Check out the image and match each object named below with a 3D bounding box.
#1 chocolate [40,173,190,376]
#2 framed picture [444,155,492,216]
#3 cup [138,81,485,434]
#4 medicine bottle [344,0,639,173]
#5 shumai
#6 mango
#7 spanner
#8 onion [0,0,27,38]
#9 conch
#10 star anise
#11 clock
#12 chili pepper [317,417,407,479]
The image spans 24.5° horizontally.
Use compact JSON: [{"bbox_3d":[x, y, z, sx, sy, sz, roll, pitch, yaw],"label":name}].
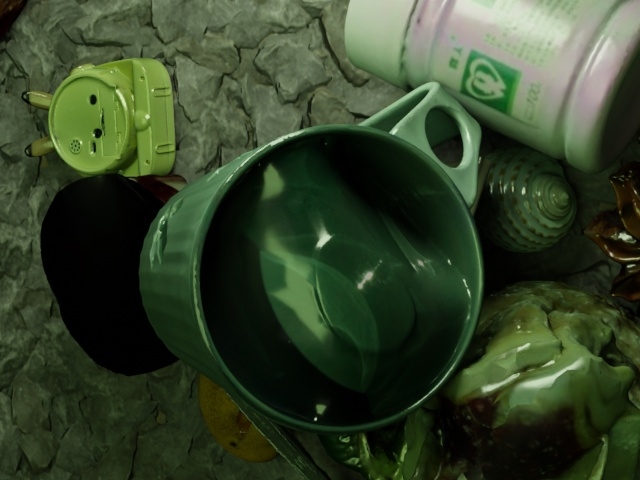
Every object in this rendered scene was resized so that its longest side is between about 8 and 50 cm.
[{"bbox_3d":[-0.217,0.026,1.965,0.283,0.186,0.283,15,115,35],"label":"chocolate"},{"bbox_3d":[0.113,0.046,1.748,0.020,0.211,0.289,20,83,-14],"label":"framed picture"},{"bbox_3d":[0.006,0.024,1.643,0.392,0.401,0.310,0,109,70],"label":"cup"},{"bbox_3d":[0.215,-0.230,1.680,0.325,0.212,0.212,28,110,23],"label":"medicine bottle"},{"bbox_3d":[0.256,0.205,1.614,0.395,0.348,0.395,-3,75,10],"label":"shumai"},{"bbox_3d":[-0.068,0.175,1.932,0.177,0.120,0.295,22,113,-7],"label":"mango"},{"bbox_3d":[-0.024,0.291,1.918,0.093,0.026,0.325,-25,114,36],"label":"spanner"},{"bbox_3d":[-0.557,-0.406,2.044,0.282,0.260,0.336,12,103,21],"label":"onion"},{"bbox_3d":[0.231,-0.053,1.765,0.153,0.102,0.135,-2,83,29],"label":"conch"},{"bbox_3d":[0.407,-0.005,1.661,0.190,0.126,0.220,38,136,18],"label":"star anise"},{"bbox_3d":[-0.312,-0.164,2.050,0.232,0.069,0.170,0,98,28],"label":"clock"},{"bbox_3d":[0.110,0.247,1.867,0.264,0.116,0.148,29,108,8],"label":"chili pepper"}]
